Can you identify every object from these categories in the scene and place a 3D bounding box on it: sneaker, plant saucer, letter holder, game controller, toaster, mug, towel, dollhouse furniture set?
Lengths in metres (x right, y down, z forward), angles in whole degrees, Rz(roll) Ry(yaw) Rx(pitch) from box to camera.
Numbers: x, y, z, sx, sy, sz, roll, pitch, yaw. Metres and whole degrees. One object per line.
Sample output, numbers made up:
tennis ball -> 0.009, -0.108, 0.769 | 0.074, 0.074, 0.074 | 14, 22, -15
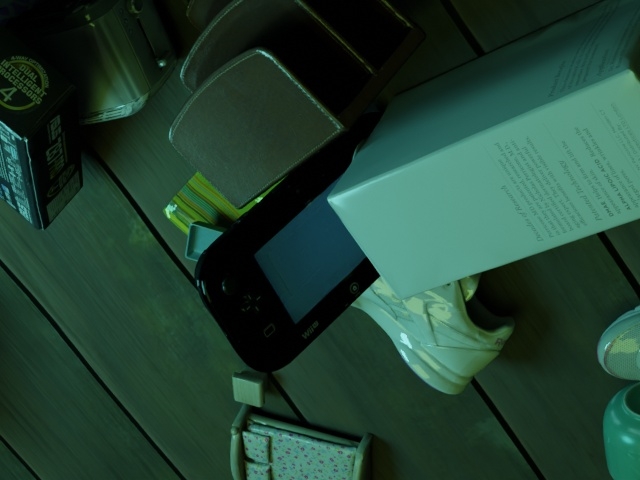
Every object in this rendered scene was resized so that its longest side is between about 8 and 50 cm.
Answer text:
sneaker -> 0.431, 0.138, 1.707 | 0.252, 0.111, 0.103 | -1, 125, 29
plant saucer -> -0.077, 0.022, 1.924 | 0.192, 0.018, 0.067 | 16, 136, 2
letter holder -> -0.068, -0.192, 1.610 | 0.214, 0.152, 0.302 | 43, 153, -8
game controller -> 0.000, 0.000, 1.693 | 0.166, 0.319, 0.067 | 55, 154, -18
toaster -> -0.278, -0.224, 1.773 | 0.227, 0.129, 0.146 | -7, 125, 34
mug -> 0.409, 0.217, 1.788 | 0.129, 0.157, 0.097 | 22, 136, 44
towel -> -0.106, -0.065, 1.886 | 0.102, 0.021, 0.237 | 39, 134, -7
sneaker -> 0.104, 0.041, 1.826 | 0.305, 0.114, 0.152 | 43, 114, -10
dollhouse furniture set -> 0.004, 0.385, 2.094 | 0.303, 0.174, 0.356 | 12, 131, 19

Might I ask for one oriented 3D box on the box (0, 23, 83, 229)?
box -> -0.424, -0.183, 1.758 | 0.318, 0.097, 0.395 | 38, 165, 3

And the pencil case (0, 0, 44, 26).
pencil case -> -0.303, -0.314, 1.684 | 0.206, 0.088, 0.086 | -30, 117, 8

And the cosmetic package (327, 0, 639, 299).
cosmetic package -> 0.218, -0.102, 1.553 | 0.385, 0.217, 0.156 | -22, 113, 40
